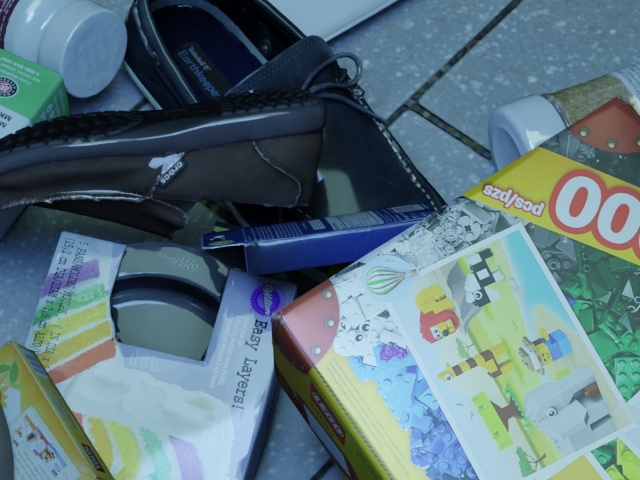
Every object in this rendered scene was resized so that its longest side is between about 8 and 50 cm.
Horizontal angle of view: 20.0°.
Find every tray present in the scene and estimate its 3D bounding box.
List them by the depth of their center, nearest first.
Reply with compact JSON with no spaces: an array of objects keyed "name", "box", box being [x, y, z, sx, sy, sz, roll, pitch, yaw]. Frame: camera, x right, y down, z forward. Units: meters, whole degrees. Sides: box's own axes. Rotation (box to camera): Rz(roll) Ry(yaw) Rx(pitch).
[{"name":"tray","box":[0.020,-0.299,2.097,0.270,0.030,0.145,-33,63,-22]}]

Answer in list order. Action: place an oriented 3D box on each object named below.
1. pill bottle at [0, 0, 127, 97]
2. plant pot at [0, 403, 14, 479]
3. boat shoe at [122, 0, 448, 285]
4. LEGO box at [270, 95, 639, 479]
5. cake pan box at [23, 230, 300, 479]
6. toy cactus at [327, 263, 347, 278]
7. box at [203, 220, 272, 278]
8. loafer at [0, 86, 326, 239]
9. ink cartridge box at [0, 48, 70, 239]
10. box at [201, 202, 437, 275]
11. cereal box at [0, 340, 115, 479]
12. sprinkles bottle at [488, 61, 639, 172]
[{"name":"pill bottle","box":[-0.323,-0.239,1.970,0.221,0.121,0.121,27,58,29]},{"name":"plant pot","box":[-0.465,0.196,1.524,0.323,0.280,0.323,-4,76,18]},{"name":"boat shoe","box":[-0.037,-0.121,1.899,0.187,0.156,0.500,-33,64,-23]},{"name":"LEGO box","box":[0.247,0.190,1.557,0.372,0.193,0.500,-33,73,-11]},{"name":"cake pan box","box":[-0.164,0.134,1.742,0.246,0.070,0.267,14,69,6]},{"name":"toy cactus","box":[0.078,0.110,1.752,0.219,0.112,0.180,1,84,13]},{"name":"box","box":[-0.084,0.030,1.834,0.062,0.083,0.052,14,56,9]},{"name":"loafer","box":[-0.170,-0.056,1.753,0.366,0.130,0.134,-7,15,4]},{"name":"ink cartridge box","box":[-0.420,-0.074,1.874,0.211,0.121,0.289,23,58,13]},{"name":"box","box":[0.000,0.000,1.727,0.225,0.136,0.036,-7,97,-3]},{"name":"cereal box","box":[-0.321,0.231,1.653,0.240,0.047,0.173,-40,61,7]},{"name":"sprinkles bottle","box":[0.360,-0.135,1.937,0.355,0.121,0.121,-18,58,-14]}]
